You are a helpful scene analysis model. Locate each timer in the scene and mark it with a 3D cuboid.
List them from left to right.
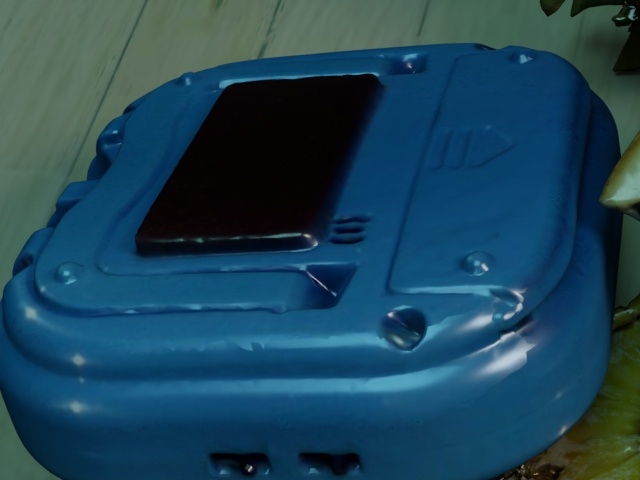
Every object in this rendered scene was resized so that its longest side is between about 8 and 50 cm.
[{"bbox_3d":[0.000,0.000,0.821,0.309,0.115,0.340,-3,31,17],"label":"timer"}]

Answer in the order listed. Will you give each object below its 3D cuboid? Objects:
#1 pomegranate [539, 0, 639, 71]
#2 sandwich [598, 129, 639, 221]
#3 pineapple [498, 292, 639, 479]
[{"bbox_3d":[0.279,-0.219,0.877,0.341,0.260,0.260,-35,44,25],"label":"pomegranate"},{"bbox_3d":[0.271,-0.013,0.761,0.155,0.227,0.198,38,93,40],"label":"sandwich"},{"bbox_3d":[0.194,0.105,0.777,0.221,0.047,0.221,-12,47,13],"label":"pineapple"}]
